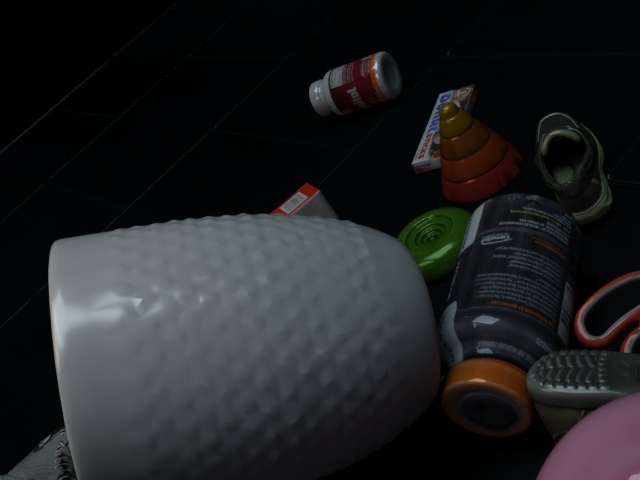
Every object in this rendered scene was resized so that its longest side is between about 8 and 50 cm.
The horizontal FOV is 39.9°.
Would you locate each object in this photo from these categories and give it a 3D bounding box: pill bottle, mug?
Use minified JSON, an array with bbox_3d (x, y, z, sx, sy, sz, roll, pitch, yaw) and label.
[{"bbox_3d":[0.060,-0.270,1.554,0.152,0.086,0.086,-14,36,33],"label":"pill bottle"},{"bbox_3d":[-0.070,0.127,0.894,0.328,0.374,0.276,-10,67,-10],"label":"mug"},{"bbox_3d":[0.190,0.076,0.894,0.130,0.130,0.245,-12,37,34],"label":"pill bottle"}]

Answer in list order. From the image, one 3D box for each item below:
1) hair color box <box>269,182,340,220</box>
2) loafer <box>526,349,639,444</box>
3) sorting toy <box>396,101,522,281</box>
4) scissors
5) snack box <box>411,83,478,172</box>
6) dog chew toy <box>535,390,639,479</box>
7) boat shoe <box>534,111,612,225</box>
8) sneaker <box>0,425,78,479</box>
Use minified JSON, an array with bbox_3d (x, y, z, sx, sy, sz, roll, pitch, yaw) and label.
[{"bbox_3d":[0.000,0.000,1.176,0.072,0.141,0.043,-40,30,-9],"label":"hair color box"},{"bbox_3d":[0.303,0.147,0.742,0.251,0.087,0.094,3,26,29],"label":"loafer"},{"bbox_3d":[0.136,-0.049,1.129,0.127,0.126,0.365,-2,43,43],"label":"sorting toy"},{"bbox_3d":[0.382,0.026,0.843,0.297,0.021,0.109,-37,56,-3],"label":"scissors"},{"bbox_3d":[0.192,-0.172,1.347,0.064,0.022,0.178,-12,37,36],"label":"snack box"},{"bbox_3d":[0.277,0.238,0.529,0.207,0.206,0.332,-38,39,-5],"label":"dog chew toy"},{"bbox_3d":[0.307,-0.108,1.093,0.080,0.073,0.223,-23,33,20],"label":"boat shoe"},{"bbox_3d":[-0.329,0.297,1.143,0.229,0.086,0.132,0,42,46],"label":"sneaker"}]
